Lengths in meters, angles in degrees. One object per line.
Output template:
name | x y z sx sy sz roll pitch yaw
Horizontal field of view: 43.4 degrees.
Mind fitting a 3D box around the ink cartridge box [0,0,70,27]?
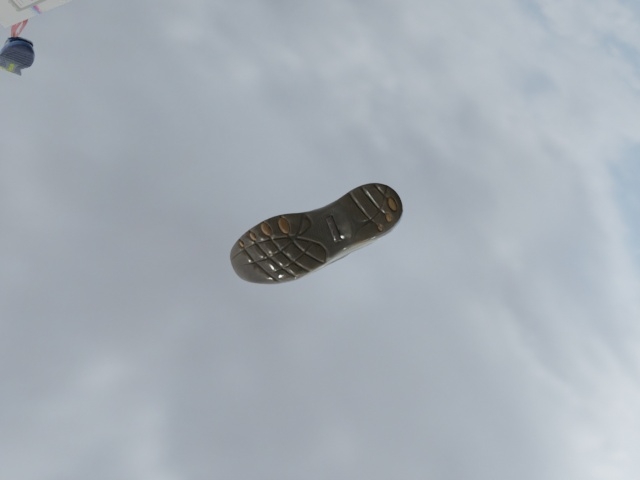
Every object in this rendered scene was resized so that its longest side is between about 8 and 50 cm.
ink cartridge box | -0.436 -0.396 1.208 0.067 0.198 0.115 57 -157 -48

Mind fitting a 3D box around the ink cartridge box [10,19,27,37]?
ink cartridge box | -0.673 -0.531 1.756 0.045 0.145 0.179 10 -107 -34

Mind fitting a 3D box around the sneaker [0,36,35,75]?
sneaker | -0.523 -0.328 1.387 0.053 0.144 0.059 22 -101 -30

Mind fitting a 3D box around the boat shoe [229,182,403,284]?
boat shoe | 0.000 0.000 1.558 0.130 0.355 0.132 19 -126 -74
